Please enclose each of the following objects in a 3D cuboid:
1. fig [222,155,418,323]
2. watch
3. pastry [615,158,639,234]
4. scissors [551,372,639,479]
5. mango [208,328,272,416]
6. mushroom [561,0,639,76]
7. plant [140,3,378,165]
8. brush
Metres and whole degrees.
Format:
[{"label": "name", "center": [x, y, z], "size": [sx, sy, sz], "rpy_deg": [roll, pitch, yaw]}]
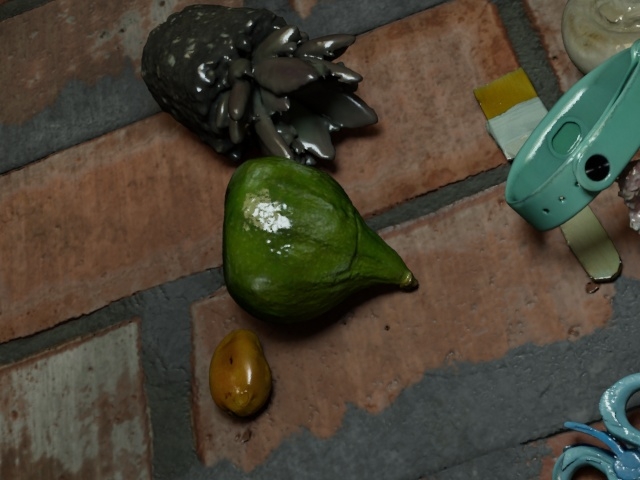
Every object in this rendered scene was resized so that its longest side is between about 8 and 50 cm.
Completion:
[{"label": "fig", "center": [0.000, 0.000, 1.546], "size": [0.235, 0.203, 0.203], "rpy_deg": [3, 56, -2]}, {"label": "watch", "center": [0.294, -0.118, 1.447], "size": [0.237, 0.068, 0.195], "rpy_deg": [-50, 9, -3]}, {"label": "pastry", "center": [0.423, 0.016, 1.373], "size": [0.103, 0.112, 0.265], "rpy_deg": [-37, 62, -4]}, {"label": "scissors", "center": [0.391, 0.260, 1.232], "size": [0.393, 0.032, 0.180], "rpy_deg": [27, 93, 37]}, {"label": "mango", "center": [-0.094, 0.153, 1.544], "size": [0.080, 0.060, 0.114], "rpy_deg": [-24, 52, 29]}, {"label": "mushroom", "center": [0.391, -0.274, 1.534], "size": [0.206, 0.209, 0.206], "rpy_deg": [1, 66, -3]}, {"label": "plant", "center": [-0.078, -0.202, 1.703], "size": [0.321, 0.181, 0.194], "rpy_deg": [30, 68, 38]}, {"label": "brush", "center": [0.273, -0.078, 1.559], "size": [0.085, 0.020, 0.336], "rpy_deg": [-25, 52, 6]}]
